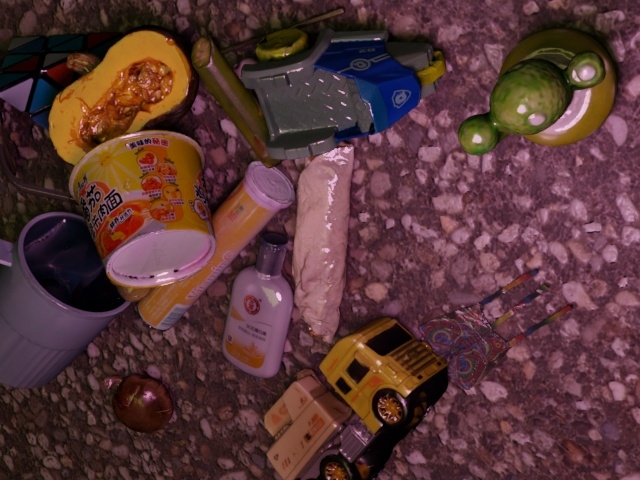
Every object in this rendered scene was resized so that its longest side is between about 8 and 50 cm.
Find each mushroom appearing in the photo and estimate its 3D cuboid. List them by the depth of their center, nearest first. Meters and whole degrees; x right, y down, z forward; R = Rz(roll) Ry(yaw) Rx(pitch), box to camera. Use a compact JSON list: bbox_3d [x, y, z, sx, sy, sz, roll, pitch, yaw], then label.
[{"bbox_3d":[-0.405,0.351,2.062,0.170,0.080,0.135,29,107,10],"label":"mushroom"}]

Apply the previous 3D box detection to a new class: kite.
[{"bbox_3d":[0.315,0.155,1.697,0.285,0.015,0.152,-38,92,33],"label":"kite"}]

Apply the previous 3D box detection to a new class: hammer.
[{"bbox_3d":[-0.086,-0.375,1.700,0.292,0.029,0.058,-13,103,26],"label":"hammer"}]

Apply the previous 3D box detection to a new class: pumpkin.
[{"bbox_3d":[-0.377,-0.278,1.765,0.317,0.139,0.222,-41,92,15],"label":"pumpkin"}]

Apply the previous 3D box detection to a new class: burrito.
[{"bbox_3d":[0.000,0.000,1.757,0.117,0.076,0.392,17,113,34],"label":"burrito"}]

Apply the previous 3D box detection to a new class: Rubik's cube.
[{"bbox_3d":[-0.540,-0.374,1.886,0.250,0.284,0.234,-50,59,5],"label":"Rubik's cube"}]

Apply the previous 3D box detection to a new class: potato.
[{"bbox_3d":[-0.383,0.037,1.917,0.105,0.085,0.188,-32,57,6],"label":"potato"}]

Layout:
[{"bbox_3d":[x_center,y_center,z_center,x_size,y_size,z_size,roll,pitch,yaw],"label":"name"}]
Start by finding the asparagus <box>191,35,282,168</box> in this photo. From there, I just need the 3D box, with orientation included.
[{"bbox_3d":[-0.144,-0.241,1.679,0.067,0.060,0.278,-31,124,12],"label":"asparagus"}]

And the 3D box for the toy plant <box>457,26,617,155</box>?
[{"bbox_3d":[0.332,-0.214,1.390,0.224,0.316,0.185,-29,93,32],"label":"toy plant"}]

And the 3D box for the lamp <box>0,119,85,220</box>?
[{"bbox_3d":[-0.571,-0.130,1.948,0.283,0.203,0.125,25,72,3],"label":"lamp"}]

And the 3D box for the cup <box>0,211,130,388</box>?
[{"bbox_3d":[-0.597,0.137,1.942,0.311,0.331,0.257,-44,67,32],"label":"cup"}]

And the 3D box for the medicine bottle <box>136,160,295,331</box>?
[{"bbox_3d":[-0.219,0.021,1.847,0.108,0.108,0.426,47,120,4],"label":"medicine bottle"}]

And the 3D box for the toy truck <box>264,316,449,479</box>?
[{"bbox_3d":[0.052,0.325,1.786,0.254,0.180,0.405,44,123,14],"label":"toy truck"}]

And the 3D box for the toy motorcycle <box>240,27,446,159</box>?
[{"bbox_3d":[0.041,-0.246,1.570,0.326,0.200,0.191,-5,126,21],"label":"toy motorcycle"}]

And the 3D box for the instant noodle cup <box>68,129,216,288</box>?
[{"bbox_3d":[-0.314,-0.048,1.721,0.264,0.264,0.200,-38,58,30],"label":"instant noodle cup"}]

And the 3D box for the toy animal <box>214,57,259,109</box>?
[{"bbox_3d":[-0.138,-0.292,1.723,0.085,0.071,0.124,35,118,11],"label":"toy animal"}]

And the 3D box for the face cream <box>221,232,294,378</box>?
[{"bbox_3d":[-0.115,0.126,1.851,0.143,0.071,0.291,27,117,25],"label":"face cream"}]
